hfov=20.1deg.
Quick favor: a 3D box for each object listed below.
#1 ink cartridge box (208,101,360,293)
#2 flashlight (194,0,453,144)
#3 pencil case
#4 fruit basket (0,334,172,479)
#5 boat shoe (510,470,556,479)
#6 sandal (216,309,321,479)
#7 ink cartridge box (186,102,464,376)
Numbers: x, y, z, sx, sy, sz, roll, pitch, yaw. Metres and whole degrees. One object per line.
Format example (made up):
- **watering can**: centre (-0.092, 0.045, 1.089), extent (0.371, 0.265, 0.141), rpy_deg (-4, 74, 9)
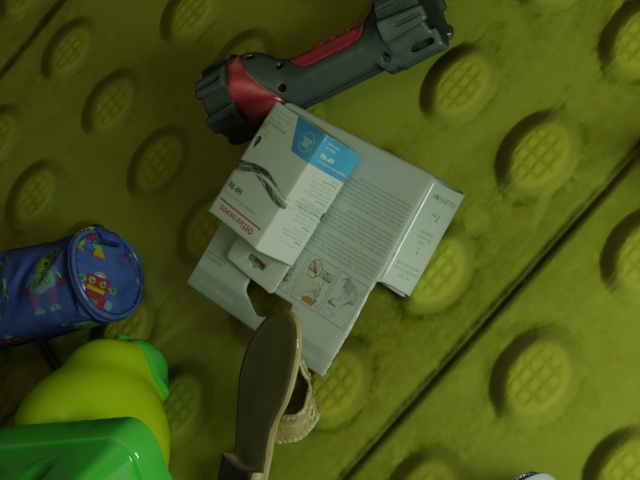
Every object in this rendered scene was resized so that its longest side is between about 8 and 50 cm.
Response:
- **ink cartridge box**: centre (-0.049, -0.046, 1.948), extent (0.104, 0.060, 0.180), rpy_deg (37, 97, 46)
- **flashlight**: centre (0.003, -0.211, 2.069), extent (0.304, 0.103, 0.103), rpy_deg (-25, 20, 26)
- **pencil case**: centre (-0.360, 0.062, 2.202), extent (0.306, 0.119, 0.133), rpy_deg (-14, 72, 35)
- **fruit basket**: centre (-0.267, 0.282, 1.936), extent (0.392, 0.283, 0.392), rpy_deg (-18, 12, 4)
- **boat shoe**: centre (0.135, 0.255, 1.674), extent (0.183, 0.065, 0.083), rpy_deg (-41, 45, 16)
- **sandal**: centre (-0.040, 0.183, 1.879), extent (0.088, 0.079, 0.240), rpy_deg (34, 112, 50)
- **ink cartridge box**: centre (0.000, 0.000, 1.965), extent (0.275, 0.060, 0.239), rpy_deg (31, 94, 47)
